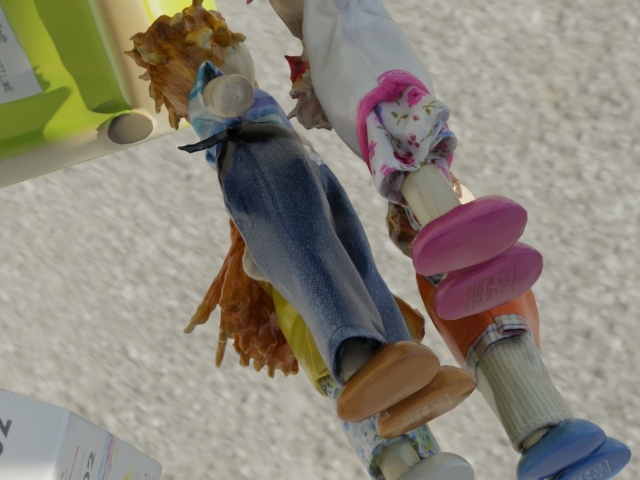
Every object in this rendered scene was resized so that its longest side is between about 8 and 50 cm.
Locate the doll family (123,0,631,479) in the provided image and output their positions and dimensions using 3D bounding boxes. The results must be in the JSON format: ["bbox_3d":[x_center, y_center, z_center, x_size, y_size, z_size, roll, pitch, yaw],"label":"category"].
[{"bbox_3d":[0.000,0.000,0.635,0.118,0.163,0.263,-29,148,0],"label":"doll family"}]

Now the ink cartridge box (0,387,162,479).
[{"bbox_3d":[-0.103,0.096,0.544,0.061,0.181,0.104,15,80,9],"label":"ink cartridge box"}]

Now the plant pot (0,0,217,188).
[{"bbox_3d":[-0.156,-0.139,0.701,0.227,0.207,0.228,-17,143,-1],"label":"plant pot"}]
